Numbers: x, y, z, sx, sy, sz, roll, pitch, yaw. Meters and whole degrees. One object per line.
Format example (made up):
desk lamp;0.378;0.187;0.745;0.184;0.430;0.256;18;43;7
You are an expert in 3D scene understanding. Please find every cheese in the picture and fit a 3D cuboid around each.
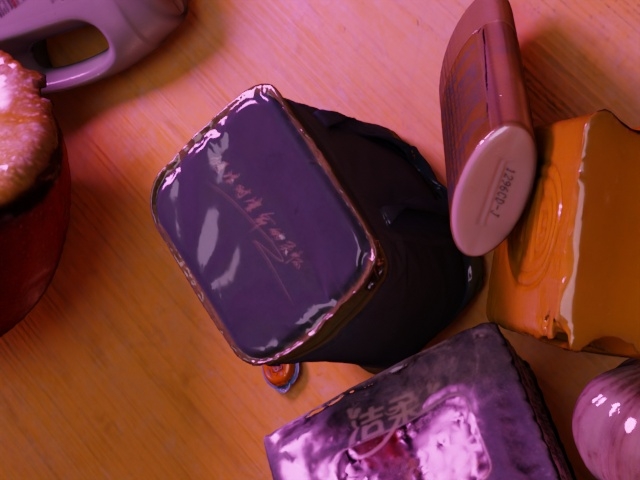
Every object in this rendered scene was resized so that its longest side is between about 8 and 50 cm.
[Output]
cheese;-0.047;0.106;1.893;0.047;0.017;0.111;-19;75;28

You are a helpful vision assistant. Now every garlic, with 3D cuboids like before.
garlic;0.361;0.194;1.527;0.245;0.245;0.253;-12;112;32

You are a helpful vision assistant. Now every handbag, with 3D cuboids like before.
handbag;0.000;0.000;1.736;0.222;0.241;0.263;-41;65;22

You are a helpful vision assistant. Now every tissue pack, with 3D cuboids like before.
tissue pack;0.110;0.271;1.570;0.259;0.122;0.361;-26;47;10

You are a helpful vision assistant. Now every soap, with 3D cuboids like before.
soap;0.226;-0.003;1.551;0.096;0.324;0.204;8;89;-5

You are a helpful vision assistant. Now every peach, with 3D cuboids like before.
peach;-0.458;-0.043;1.989;0.416;0.353;0.339;-23;44;42

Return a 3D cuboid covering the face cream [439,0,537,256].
face cream;0.151;-0.114;1.661;0.067;0.285;0.139;14;121;-8

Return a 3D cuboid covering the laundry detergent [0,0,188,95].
laundry detergent;-0.354;-0.264;2.055;0.397;0.124;0.264;-29;95;31
